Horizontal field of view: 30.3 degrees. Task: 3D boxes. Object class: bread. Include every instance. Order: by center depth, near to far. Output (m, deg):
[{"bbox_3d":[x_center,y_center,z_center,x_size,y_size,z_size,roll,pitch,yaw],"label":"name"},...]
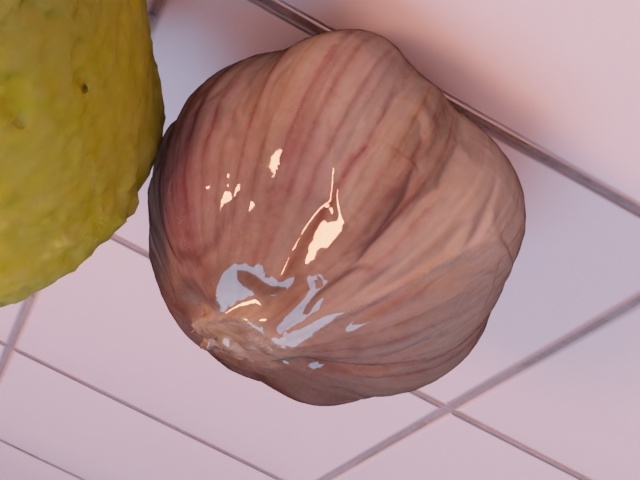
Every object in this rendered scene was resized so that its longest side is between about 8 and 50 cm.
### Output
[{"bbox_3d":[-0.282,-0.155,0.801,0.348,0.348,0.307,17,140,11],"label":"bread"}]

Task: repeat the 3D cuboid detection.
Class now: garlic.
[{"bbox_3d":[0.000,0.000,0.920,0.317,0.259,0.317,21,134,23],"label":"garlic"}]
